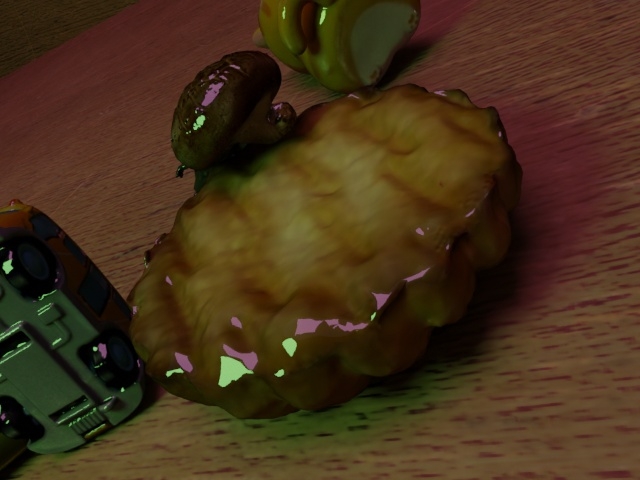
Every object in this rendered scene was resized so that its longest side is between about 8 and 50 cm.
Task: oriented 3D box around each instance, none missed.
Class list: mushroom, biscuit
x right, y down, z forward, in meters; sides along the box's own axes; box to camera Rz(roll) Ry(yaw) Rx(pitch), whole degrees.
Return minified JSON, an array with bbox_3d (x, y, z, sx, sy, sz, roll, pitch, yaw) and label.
[{"bbox_3d":[-0.083,-0.117,0.564,0.109,0.085,0.126,-10,30,33],"label":"mushroom"},{"bbox_3d":[0.000,0.000,0.502,0.326,0.107,0.325,-22,37,18],"label":"biscuit"}]

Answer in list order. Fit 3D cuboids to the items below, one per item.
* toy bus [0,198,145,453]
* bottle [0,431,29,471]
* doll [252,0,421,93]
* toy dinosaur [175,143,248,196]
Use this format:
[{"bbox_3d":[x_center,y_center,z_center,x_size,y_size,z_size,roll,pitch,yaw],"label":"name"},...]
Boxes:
[{"bbox_3d":[-0.247,0.066,0.550,0.126,0.209,0.136,-31,23,8],"label":"toy bus"},{"bbox_3d":[-0.390,0.242,0.556,0.286,0.082,0.082,-40,33,-9],"label":"bottle"},{"bbox_3d":[0.011,-0.285,0.811,0.166,0.162,0.269,-51,23,2],"label":"doll"},{"bbox_3d":[-0.083,-0.121,0.746,0.187,0.087,0.179,7,52,44],"label":"toy dinosaur"}]
